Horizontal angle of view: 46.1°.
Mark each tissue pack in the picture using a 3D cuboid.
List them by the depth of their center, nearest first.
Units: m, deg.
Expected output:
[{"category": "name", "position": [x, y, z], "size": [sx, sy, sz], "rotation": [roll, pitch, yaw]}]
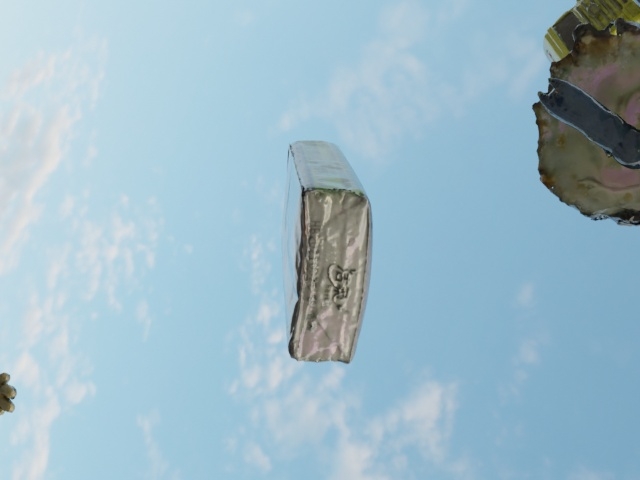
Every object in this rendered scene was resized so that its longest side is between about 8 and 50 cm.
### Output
[{"category": "tissue pack", "position": [0.000, 0.000, 1.308], "size": [0.394, 0.124, 0.287], "rotation": [-106, -162, -71]}]

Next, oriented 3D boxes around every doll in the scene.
[{"category": "doll", "position": [0.263, -0.112, 0.716], "size": [0.125, 0.027, 0.037], "rotation": [41, -76, 14]}, {"category": "doll", "position": [-0.461, 0.221, 1.092], "size": [0.093, 0.051, 0.061], "rotation": [4, -95, 30]}]

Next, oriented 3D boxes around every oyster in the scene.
[{"category": "oyster", "position": [0.316, -0.111, 0.747], "size": [0.259, 0.092, 0.198], "rotation": [52, -52, 55]}]

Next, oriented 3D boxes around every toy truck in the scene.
[{"category": "toy truck", "position": [0.384, -0.183, 0.929], "size": [0.157, 0.272, 0.124], "rotation": [-39, -143, 23]}]
